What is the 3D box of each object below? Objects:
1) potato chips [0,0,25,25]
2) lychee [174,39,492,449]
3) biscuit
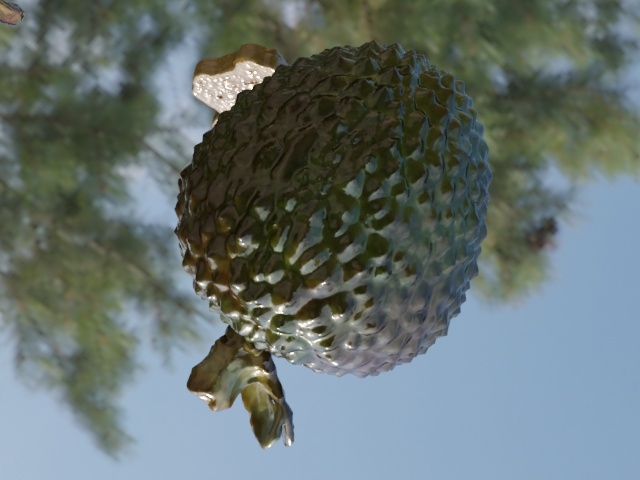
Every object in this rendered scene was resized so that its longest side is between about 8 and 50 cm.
[{"bbox_3d":[-0.364,-0.256,1.846,0.037,0.204,0.026,41,-80,28],"label":"potato chips"},{"bbox_3d":[0.007,-0.009,1.459,0.320,0.270,0.270,-38,-148,38],"label":"lychee"},{"bbox_3d":[-0.034,-0.124,1.908,0.166,0.225,0.036,-16,-138,42],"label":"biscuit"}]
